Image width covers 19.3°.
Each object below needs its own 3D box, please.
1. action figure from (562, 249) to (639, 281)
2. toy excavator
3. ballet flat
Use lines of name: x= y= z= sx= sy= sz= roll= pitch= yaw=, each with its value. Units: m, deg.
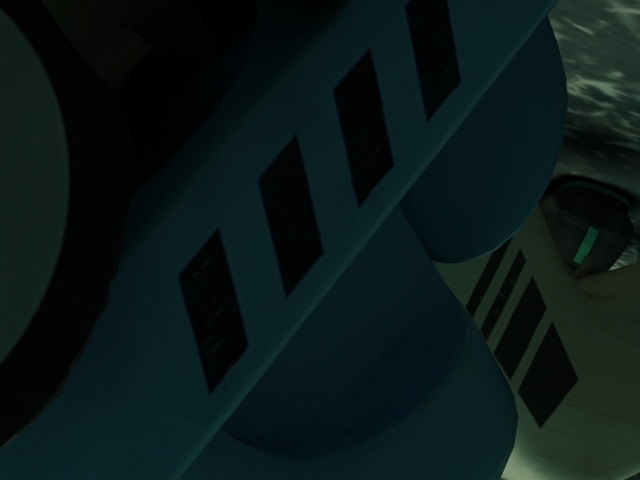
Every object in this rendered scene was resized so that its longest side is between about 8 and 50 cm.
action figure: x=0.104 y=0.065 z=0.900 sx=0.275 sy=0.141 sz=0.164 roll=-26 pitch=142 yaw=24
toy excavator: x=0.003 y=-0.005 z=0.538 sx=0.222 sy=0.433 sz=0.445 roll=13 pitch=143 yaw=43
ballet flat: x=0.136 y=0.011 z=1.113 sx=0.074 sy=0.074 sz=0.203 roll=19 pitch=174 yaw=-1
